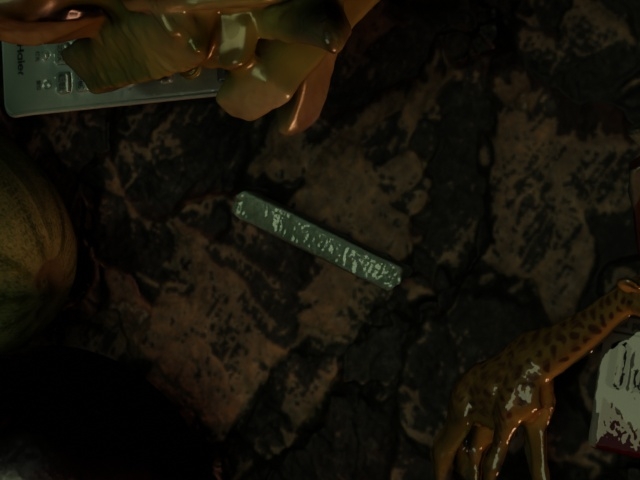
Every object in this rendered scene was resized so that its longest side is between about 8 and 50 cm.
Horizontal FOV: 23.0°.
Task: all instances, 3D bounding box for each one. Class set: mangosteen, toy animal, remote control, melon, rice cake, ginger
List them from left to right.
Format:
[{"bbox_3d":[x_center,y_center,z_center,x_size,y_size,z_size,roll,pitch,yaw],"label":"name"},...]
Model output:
[{"bbox_3d":[-0.371,-0.010,1.386,0.329,0.248,0.248,17,96,21],"label":"melon"},{"bbox_3d":[-0.238,0.217,1.331,0.302,0.275,0.275,14,95,54],"label":"mangosteen"},{"bbox_3d":[-0.154,-0.171,1.397,0.293,0.051,0.103,-4,87,22],"label":"remote control"},{"bbox_3d":[-0.031,-0.210,1.238,0.413,0.358,0.211,3,126,11],"label":"ginger"},{"bbox_3d":[0.001,0.000,1.326,0.171,0.033,0.029,25,96,25],"label":"rice cake"},{"bbox_3d":[0.168,0.121,1.206,0.149,0.054,0.275,41,113,42],"label":"toy animal"}]

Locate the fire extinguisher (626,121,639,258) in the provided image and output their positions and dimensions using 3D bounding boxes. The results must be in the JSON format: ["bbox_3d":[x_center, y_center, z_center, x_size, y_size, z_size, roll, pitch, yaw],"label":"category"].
[{"bbox_3d":[0.359,-0.083,1.126,0.337,0.106,0.147,-29,101,23],"label":"fire extinguisher"}]

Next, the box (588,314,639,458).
[{"bbox_3d":[0.297,0.117,1.177,0.177,0.036,0.115,10,92,25],"label":"box"}]
